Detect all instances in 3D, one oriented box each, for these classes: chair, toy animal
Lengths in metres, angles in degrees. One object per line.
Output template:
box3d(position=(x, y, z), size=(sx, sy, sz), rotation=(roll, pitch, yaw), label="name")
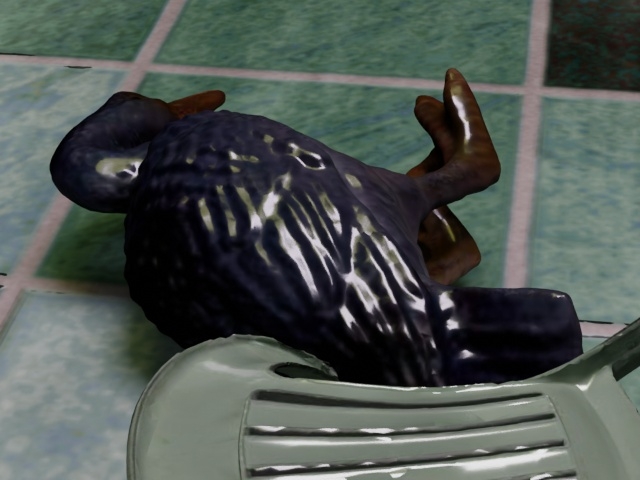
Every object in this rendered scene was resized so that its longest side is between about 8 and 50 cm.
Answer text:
box3d(position=(0.100, 0.094, 0.518), size=(0.275, 0.190, 0.203), rotation=(-20, 35, 3), label="chair")
box3d(position=(0.000, 0.000, 0.731), size=(0.185, 0.122, 0.298), rotation=(-8, 39, -30), label="toy animal")
